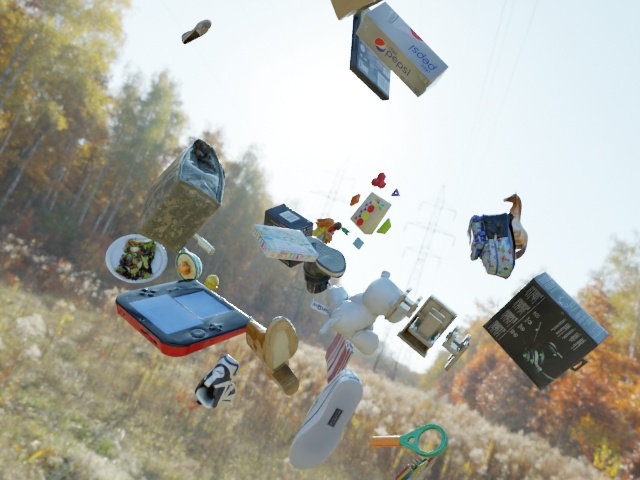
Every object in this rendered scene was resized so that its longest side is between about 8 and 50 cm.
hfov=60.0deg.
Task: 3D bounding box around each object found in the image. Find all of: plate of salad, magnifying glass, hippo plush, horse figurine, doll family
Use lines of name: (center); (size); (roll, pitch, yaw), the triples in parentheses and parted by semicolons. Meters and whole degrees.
plate of salad: (-0.619, 0.055, 1.871); (0.199, 0.200, 0.048); (21, -41, -6)
magnifying glass: (0.250, 0.569, 1.574); (0.230, 0.092, 0.026); (-15, -52, 31)
hippo plush: (0.143, 0.188, 1.734); (0.294, 0.236, 0.234); (36, 23, -41)
horse figurine: (0.705, -0.031, 2.074); (0.174, 0.264, 0.066); (-28, -33, 28)
doll family: (0.000, 0.000, 2.162); (0.118, 0.263, 0.163); (33, -45, -22)

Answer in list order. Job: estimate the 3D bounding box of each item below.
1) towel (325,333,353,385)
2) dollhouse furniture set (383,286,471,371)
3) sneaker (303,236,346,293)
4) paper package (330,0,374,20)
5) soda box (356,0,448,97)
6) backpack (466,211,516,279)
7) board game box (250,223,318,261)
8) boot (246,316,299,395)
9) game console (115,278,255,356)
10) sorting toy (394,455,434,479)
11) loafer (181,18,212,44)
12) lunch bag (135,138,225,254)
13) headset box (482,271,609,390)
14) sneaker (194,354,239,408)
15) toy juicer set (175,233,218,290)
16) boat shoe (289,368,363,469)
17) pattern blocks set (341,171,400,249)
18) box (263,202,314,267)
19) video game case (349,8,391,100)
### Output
towel: (0.080, 0.532, 2.571); (0.037, 0.237, 0.329); (23, 14, -8)
dollhouse furniture set: (0.282, 0.257, 1.535); (0.212, 0.161, 0.242); (39, 16, 13)
sneaker: (0.014, 0.100, 1.647); (0.086, 0.164, 0.226); (-17, 29, -21)
paper package: (0.103, -0.765, 1.400); (0.325, 0.168, 0.309); (65, -16, -18)
soda box: (0.245, -0.576, 1.672); (0.286, 0.098, 0.091); (48, -25, 6)
backpack: (0.485, 0.023, 1.564); (0.116, 0.174, 0.158); (-4, -20, 5)
board game box: (-0.091, 0.008, 1.421); (0.154, 0.026, 0.103); (8, 33, -41)
boot: (-0.150, 0.277, 1.532); (0.211, 0.104, 0.295); (39, -34, 43)
game console: (-0.460, 0.242, 1.864); (0.386, 0.060, 0.341); (27, 30, 37)
sorting toy: (0.267, 0.699, 1.646); (0.046, 0.132, 0.275); (44, -38, 29)
loafer: (-0.427, -0.717, 1.917); (0.125, 0.039, 0.045); (-26, -42, 16)
lunch bag: (-0.401, -0.144, 1.631); (0.168, 0.235, 0.287); (33, 28, -28)
headset box: (0.704, 0.287, 1.730); (0.131, 0.246, 0.283); (-11, 54, -48)
sneaker: (-0.336, 0.478, 1.728); (0.094, 0.153, 0.235); (37, -48, 13)
toy juicer set: (-0.493, 0.114, 2.165); (0.209, 0.329, 0.089); (19, 24, 34)
boat shoe: (0.015, 0.419, 1.302); (0.095, 0.258, 0.084); (36, 6, -11)
pattern blocks set: (0.229, -0.126, 2.510); (0.026, 0.325, 0.285); (28, 24, -45)
box: (-0.115, -0.017, 1.913); (0.156, 0.158, 0.093); (33, 40, 32)
video game case: (0.181, -0.658, 1.941); (0.035, 0.249, 0.274); (-1, -10, 31)
